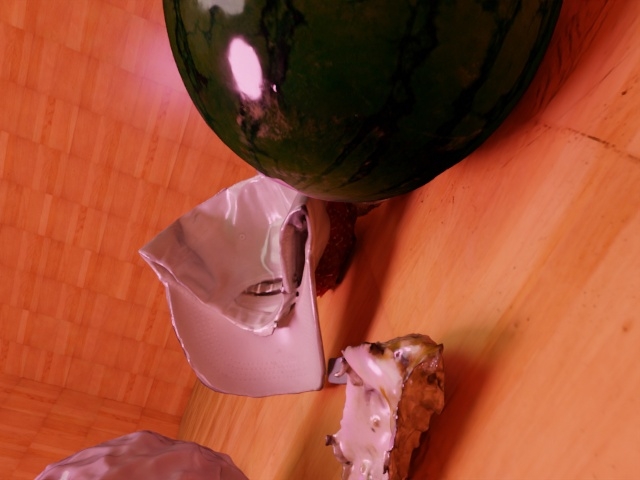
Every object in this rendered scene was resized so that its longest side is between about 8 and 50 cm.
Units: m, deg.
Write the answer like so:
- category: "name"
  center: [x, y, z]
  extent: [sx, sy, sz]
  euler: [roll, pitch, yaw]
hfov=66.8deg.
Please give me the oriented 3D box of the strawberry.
- category: "strawberry"
  center: [0.000, -0.013, 0.776]
  extent: [0.228, 0.098, 0.174]
  euler: [-63, 25, 24]

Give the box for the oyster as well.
- category: "oyster"
  center: [0.054, 0.152, 0.403]
  extent: [0.133, 0.072, 0.209]
  euler: [-129, 40, -68]

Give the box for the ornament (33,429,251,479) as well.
- category: "ornament"
  center: [-0.203, 0.372, 0.507]
  extent: [0.337, 0.337, 0.337]
  euler: [-161, 90, -78]

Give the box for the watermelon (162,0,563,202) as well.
- category: "watermelon"
  center: [0.033, -0.214, 0.420]
  extent: [0.363, 0.363, 0.363]
  euler: [-161, 90, -78]

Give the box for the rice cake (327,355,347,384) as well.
- category: "rice cake"
  center: [0.048, 0.130, 0.517]
  extent: [0.180, 0.030, 0.042]
  euler: [135, 143, -64]

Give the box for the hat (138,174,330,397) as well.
- category: "hat"
  center: [-0.069, 0.060, 0.654]
  extent: [0.168, 0.258, 0.301]
  euler: [-26, -79, -61]

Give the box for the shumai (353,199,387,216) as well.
- category: "shumai"
  center: [0.084, -0.096, 0.623]
  extent: [0.123, 0.105, 0.139]
  euler: [-2, 74, 30]
